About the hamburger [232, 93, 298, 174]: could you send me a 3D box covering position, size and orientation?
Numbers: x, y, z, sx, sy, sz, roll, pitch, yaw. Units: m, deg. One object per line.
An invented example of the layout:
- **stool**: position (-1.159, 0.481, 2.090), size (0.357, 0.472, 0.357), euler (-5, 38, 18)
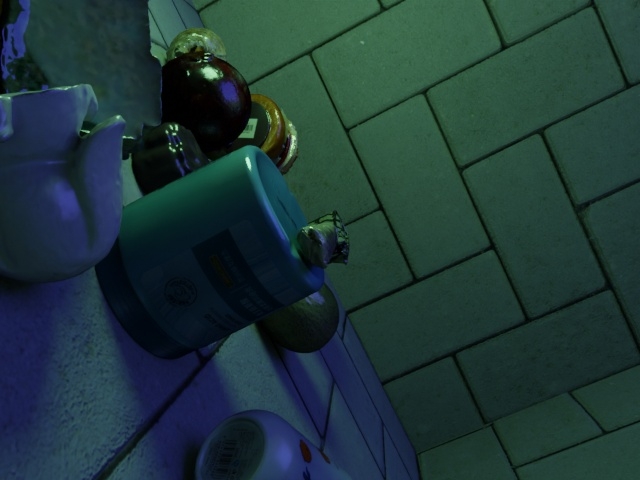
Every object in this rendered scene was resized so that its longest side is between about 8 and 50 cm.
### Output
- **hamburger**: position (-0.256, -0.381, 2.007), size (0.330, 0.330, 0.250), euler (68, 14, 21)

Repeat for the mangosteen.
- **mangosteen**: position (-0.362, -0.384, 1.568), size (0.306, 0.306, 0.360), euler (-104, -163, -54)

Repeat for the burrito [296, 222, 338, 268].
- **burrito**: position (0.000, 0.000, 1.028), size (0.275, 0.059, 0.082), euler (-52, 123, -81)

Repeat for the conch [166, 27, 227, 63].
- **conch**: position (-0.465, -0.624, 1.904), size (0.297, 0.210, 0.352), euler (63, 29, -12)

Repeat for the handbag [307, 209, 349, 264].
- **handbag**: position (-0.043, 0.045, 2.026), size (0.162, 0.325, 0.327), euler (60, 9, -15)

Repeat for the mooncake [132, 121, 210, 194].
- **mooncake**: position (-0.365, -0.176, 1.371), size (0.283, 0.141, 0.283), euler (-23, 90, -83)

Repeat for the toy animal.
- **toy animal**: position (-0.392, -0.067, 0.703), size (0.206, 0.271, 0.265), euler (-149, -130, -62)

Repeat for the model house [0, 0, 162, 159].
- **model house**: position (-0.438, -0.282, 0.936), size (0.284, 0.243, 0.298), euler (-21, -111, 58)

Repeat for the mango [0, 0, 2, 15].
- **mango**: position (-0.574, -0.496, 0.967), size (0.138, 0.187, 0.257), euler (32, 6, 24)

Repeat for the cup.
- **cup**: position (-0.085, 0.465, 0.973), size (0.317, 0.212, 0.212), euler (55, 12, -37)

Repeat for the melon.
- **melon**: position (-0.079, 0.206, 1.638), size (0.329, 0.248, 0.248), euler (57, 11, -25)

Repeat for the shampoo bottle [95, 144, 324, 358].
- **shampoo bottle**: position (-0.208, 0.021, 1.054), size (0.331, 0.342, 0.331), euler (62, 8, -16)
